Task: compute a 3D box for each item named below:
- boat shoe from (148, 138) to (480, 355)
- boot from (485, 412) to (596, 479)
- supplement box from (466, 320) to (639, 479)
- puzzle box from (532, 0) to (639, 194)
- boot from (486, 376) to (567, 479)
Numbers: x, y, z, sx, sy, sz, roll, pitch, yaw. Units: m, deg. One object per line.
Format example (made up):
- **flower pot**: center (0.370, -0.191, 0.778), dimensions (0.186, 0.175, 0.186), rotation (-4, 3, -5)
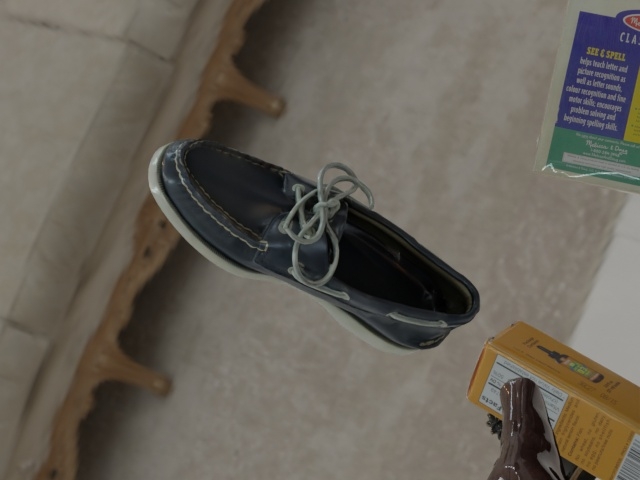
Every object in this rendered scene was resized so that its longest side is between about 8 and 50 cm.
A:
- **boat shoe**: center (0.000, 0.000, 0.964), dimensions (0.079, 0.254, 0.095), rotation (-30, 31, 48)
- **boot**: center (0.207, 0.236, 1.460), dimensions (0.137, 0.198, 0.077), rotation (44, 124, 12)
- **supplement box**: center (0.263, 0.170, 1.356), dimensions (0.233, 0.078, 0.080), rotation (32, 119, 23)
- **puzzle box**: center (0.435, -0.159, 1.374), dimensions (0.052, 0.409, 0.272), rotation (-5, -73, -83)
- **boot**: center (0.193, 0.257, 1.105), dimensions (0.090, 0.248, 0.207), rotation (-13, 33, 19)
